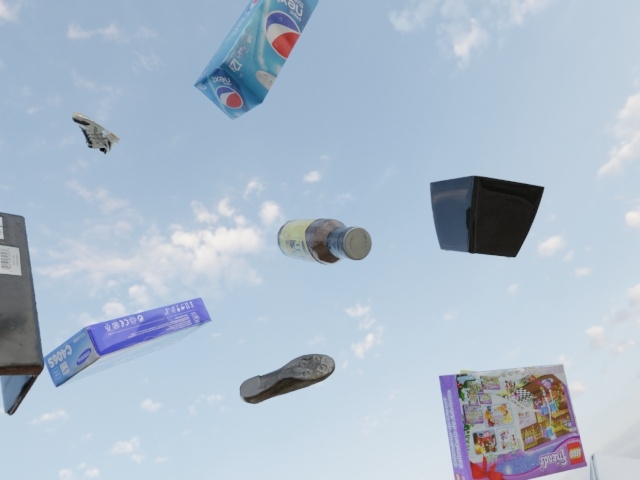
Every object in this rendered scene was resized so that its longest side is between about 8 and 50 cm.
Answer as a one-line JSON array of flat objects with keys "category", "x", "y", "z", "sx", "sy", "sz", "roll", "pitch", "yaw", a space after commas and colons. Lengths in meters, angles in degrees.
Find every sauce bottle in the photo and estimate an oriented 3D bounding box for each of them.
[{"category": "sauce bottle", "x": 0.000, "y": 0.000, "z": 1.031, "sx": 0.111, "sy": 0.344, "sz": 0.112, "roll": 0, "pitch": -89, "yaw": -25}]

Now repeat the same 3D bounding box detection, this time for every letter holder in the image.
[{"category": "letter holder", "x": -0.532, "y": 0.124, "z": 0.623, "sx": 0.151, "sy": 0.302, "sz": 0.214, "roll": 14, "pitch": -57, "yaw": -48}]

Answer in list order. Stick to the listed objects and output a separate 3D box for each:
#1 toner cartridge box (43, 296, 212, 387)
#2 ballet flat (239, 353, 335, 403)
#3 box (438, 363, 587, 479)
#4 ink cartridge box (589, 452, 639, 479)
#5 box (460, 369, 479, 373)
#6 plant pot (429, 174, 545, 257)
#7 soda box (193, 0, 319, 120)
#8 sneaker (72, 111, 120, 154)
[{"category": "toner cartridge box", "x": -0.438, "y": 0.230, "z": 1.041, "sx": 0.165, "sy": 0.075, "sz": 0.347, "roll": -34, "pitch": -11, "yaw": 23}, {"category": "ballet flat", "x": -0.080, "y": 0.353, "z": 1.096, "sx": 0.249, "sy": 0.084, "sz": 0.058, "roll": -17, "pitch": -52, "yaw": -13}, {"category": "box", "x": 0.384, "y": 0.360, "z": 0.868, "sx": 0.292, "sy": 0.201, "sz": 0.057, "roll": 3, "pitch": -19, "yaw": -22}, {"category": "ink cartridge box", "x": 0.385, "y": 0.374, "z": 0.417, "sx": 0.121, "sy": 0.210, "sz": 0.290, "roll": -41, "pitch": -55, "yaw": -59}, {"category": "box", "x": 0.356, "y": 0.412, "z": 0.967, "sx": 0.087, "sy": 0.233, "sz": 0.058, "roll": 14, "pitch": -16, "yaw": -24}, {"category": "plant pot", "x": 0.373, "y": -0.050, "z": 1.019, "sx": 0.187, "sy": 0.188, "sz": 0.167, "roll": 6, "pitch": -88, "yaw": -17}, {"category": "soda box", "x": -0.079, "y": -0.264, "z": 0.576, "sx": 0.067, "sy": 0.071, "sz": 0.210, "roll": 39, "pitch": -121, "yaw": -32}, {"category": "sneaker", "x": -0.323, "y": -0.149, "z": 0.620, "sx": 0.037, "sy": 0.031, "sz": 0.083, "roll": -55, "pitch": -20, "yaw": -5}]
